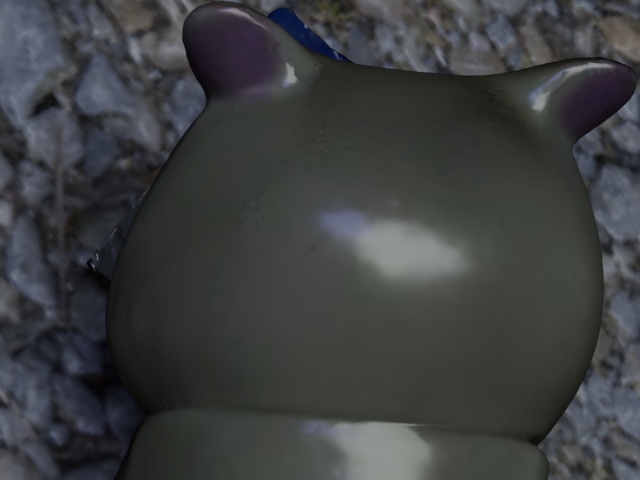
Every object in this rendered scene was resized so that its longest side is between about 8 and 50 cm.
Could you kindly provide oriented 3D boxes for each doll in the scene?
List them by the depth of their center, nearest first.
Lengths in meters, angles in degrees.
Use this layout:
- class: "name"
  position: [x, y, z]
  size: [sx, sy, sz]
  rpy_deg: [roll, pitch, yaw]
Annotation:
- class: "doll"
  position: [0.005, 0.109, 0.806]
  size: [0.215, 0.226, 0.370]
  rpy_deg: [9, 76, -8]

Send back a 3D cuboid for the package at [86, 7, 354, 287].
- class: "package"
  position: [0.000, 0.000, 0.944]
  size: [0.171, 0.027, 0.173]
  rpy_deg: [37, 69, -9]
